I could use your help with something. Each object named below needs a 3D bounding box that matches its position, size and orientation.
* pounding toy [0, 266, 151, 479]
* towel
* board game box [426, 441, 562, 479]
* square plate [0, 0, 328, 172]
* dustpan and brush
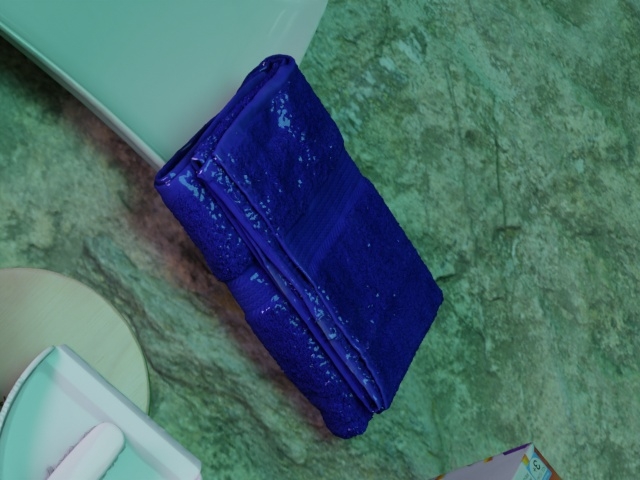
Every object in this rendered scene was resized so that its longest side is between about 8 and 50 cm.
[{"bbox_3d":[-0.249,0.123,1.036,0.237,0.110,0.183,-11,82,-17],"label":"pounding toy"},{"bbox_3d":[0.000,0.000,1.286,0.308,0.076,0.228,56,42,-20],"label":"towel"},{"bbox_3d":[0.199,0.344,1.278,0.275,0.144,0.142,51,44,-10],"label":"board game box"},{"bbox_3d":[-0.164,-0.234,1.307,0.347,0.049,0.344,42,46,-24],"label":"square plate"},{"bbox_3d":[-0.183,0.181,0.937,0.147,0.060,0.211,42,63,-5],"label":"dustpan and brush"}]
